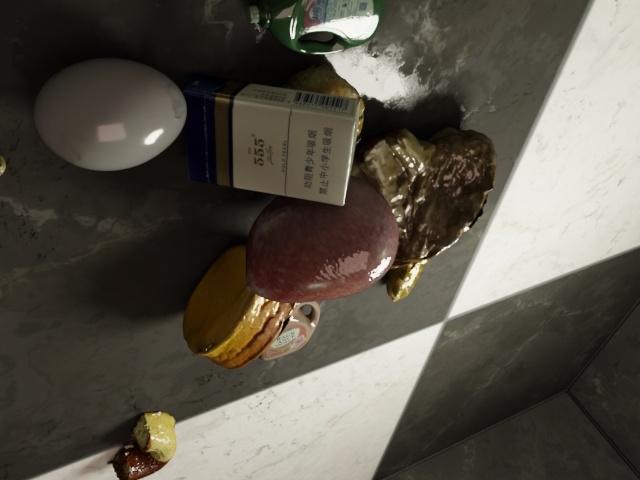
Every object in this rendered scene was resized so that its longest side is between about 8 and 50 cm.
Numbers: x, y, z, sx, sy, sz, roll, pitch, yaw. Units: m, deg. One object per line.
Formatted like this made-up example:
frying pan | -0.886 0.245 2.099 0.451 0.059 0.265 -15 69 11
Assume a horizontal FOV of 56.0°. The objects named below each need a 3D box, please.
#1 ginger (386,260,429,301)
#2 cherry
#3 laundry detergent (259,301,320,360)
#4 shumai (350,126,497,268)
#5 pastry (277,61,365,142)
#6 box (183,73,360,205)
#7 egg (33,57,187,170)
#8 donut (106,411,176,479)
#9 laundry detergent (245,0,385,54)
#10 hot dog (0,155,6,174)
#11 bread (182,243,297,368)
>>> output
ginger | 0.214 0.081 1.531 0.115 0.081 0.205 -22 144 -35
cherry | 0.000 0.000 1.070 0.307 0.261 0.221 -25 103 -13
laundry detergent | -0.078 0.174 1.422 0.171 0.076 0.237 -16 139 -25
shumai | 0.172 -0.123 1.242 0.283 0.217 0.346 32 101 -19
pastry | -0.015 -0.195 1.023 0.192 0.093 0.182 -41 146 9
box | -0.077 -0.151 0.922 0.259 0.071 0.168 11 132 4
egg | -0.275 -0.168 0.802 0.199 0.146 0.146 -15 141 -38
donut | -0.437 0.534 1.546 0.141 0.085 0.217 5 127 -41
laundry detergent | -0.009 -0.334 0.891 0.211 0.063 0.137 -17 148 -22
hot dog | -0.479 -0.089 0.834 0.090 0.030 0.034 -24 152 -13
bread | -0.157 0.130 1.206 0.143 0.195 0.269 26 107 -42
